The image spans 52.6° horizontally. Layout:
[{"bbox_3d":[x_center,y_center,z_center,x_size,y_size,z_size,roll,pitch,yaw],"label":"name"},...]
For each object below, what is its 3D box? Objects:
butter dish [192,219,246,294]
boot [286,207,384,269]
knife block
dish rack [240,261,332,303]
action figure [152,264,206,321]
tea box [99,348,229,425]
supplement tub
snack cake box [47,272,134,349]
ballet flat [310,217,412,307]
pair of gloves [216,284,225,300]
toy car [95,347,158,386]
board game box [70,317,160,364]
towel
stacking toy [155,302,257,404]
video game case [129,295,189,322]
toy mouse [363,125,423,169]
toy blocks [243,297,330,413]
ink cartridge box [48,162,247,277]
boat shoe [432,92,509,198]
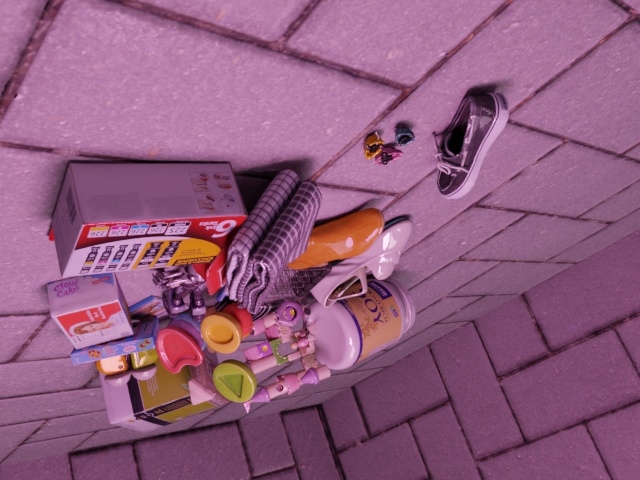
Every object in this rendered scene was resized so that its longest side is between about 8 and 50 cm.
[{"bbox_3d":[-0.247,0.020,1.481,0.160,0.118,0.160,-57,170,-24],"label":"butter dish"},{"bbox_3d":[-0.001,-0.001,1.641,0.211,0.104,0.295,5,150,-46],"label":"boot"},{"bbox_3d":[-0.262,0.247,2.010,0.242,0.088,0.275,-17,157,-5],"label":"knife block"},{"bbox_3d":[-0.114,0.105,1.839,0.272,0.074,0.208,-1,150,-35],"label":"dish rack"},{"bbox_3d":[-0.332,0.107,1.632,0.185,0.099,0.285,-2,149,-22],"label":"action figure"},{"bbox_3d":[-0.510,0.472,2.152,0.324,0.220,0.329,-18,158,-3],"label":"tea box"},{"bbox_3d":[0.133,0.264,2.144,0.331,0.241,0.241,-18,162,-41],"label":"supplement tub"},{"bbox_3d":[-0.560,0.174,1.594,0.152,0.089,0.264,-12,156,-14],"label":"snack cake box"},{"bbox_3d":[0.131,0.081,1.902,0.400,0.139,0.139,-34,154,30],"label":"ballet flat"},{"bbox_3d":[-0.189,0.067,1.598,0.198,0.023,0.159,-55,-176,-28],"label":"pair of gloves"},{"bbox_3d":[-0.573,0.333,1.913,0.182,0.159,0.136,-12,-169,-20],"label":"toy car"},{"bbox_3d":[-0.551,0.271,1.756,0.212,0.039,0.160,-10,-166,-6],"label":"board game box"},{"bbox_3d":[-0.105,0.013,1.393,0.121,0.235,0.283,28,151,3],"label":"towel"},{"bbox_3d":[-0.300,0.319,1.866,0.309,0.279,0.130,-14,-162,29],"label":"stacking toy"},{"bbox_3d":[-0.466,0.197,1.823,0.119,0.015,0.166,-26,157,17],"label":"video game case"},{"bbox_3d":[0.155,-0.206,1.390,0.143,0.031,0.161,-11,157,-19],"label":"toy mouse"},{"bbox_3d":[-0.155,0.359,2.035,0.260,0.288,0.309,-18,175,-18],"label":"toy blocks"},{"bbox_3d":[-0.343,-0.025,1.261,0.310,0.130,0.272,-5,154,-34],"label":"ink cartridge box"},{"bbox_3d":[0.304,-0.199,1.430,0.105,0.113,0.306,-5,152,-18],"label":"boat shoe"}]
